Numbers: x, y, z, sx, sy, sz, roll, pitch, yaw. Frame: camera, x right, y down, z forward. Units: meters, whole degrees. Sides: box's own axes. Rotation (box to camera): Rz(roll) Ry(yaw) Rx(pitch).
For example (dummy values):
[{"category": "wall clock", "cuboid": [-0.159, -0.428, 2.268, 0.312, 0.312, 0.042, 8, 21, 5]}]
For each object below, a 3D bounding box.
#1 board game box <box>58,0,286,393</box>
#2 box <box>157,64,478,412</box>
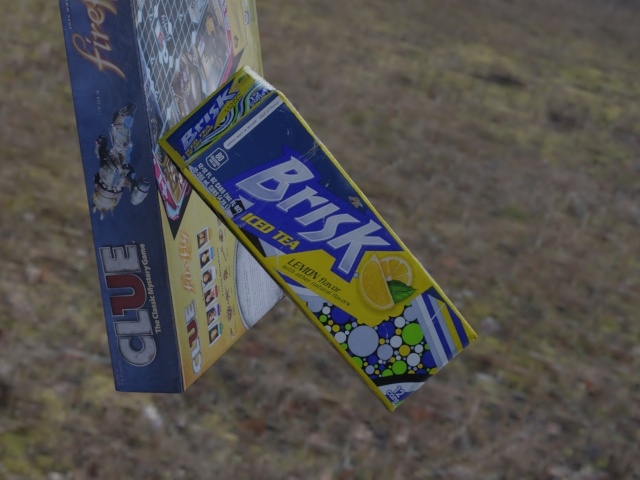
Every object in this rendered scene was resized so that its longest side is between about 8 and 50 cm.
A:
[{"category": "board game box", "cuboid": [-0.076, -0.059, 0.830, 0.042, 0.243, 0.165, 0, 16, 19]}, {"category": "box", "cuboid": [0.000, 0.000, 0.718, 0.169, 0.059, 0.054, 50, -2, -27]}]
